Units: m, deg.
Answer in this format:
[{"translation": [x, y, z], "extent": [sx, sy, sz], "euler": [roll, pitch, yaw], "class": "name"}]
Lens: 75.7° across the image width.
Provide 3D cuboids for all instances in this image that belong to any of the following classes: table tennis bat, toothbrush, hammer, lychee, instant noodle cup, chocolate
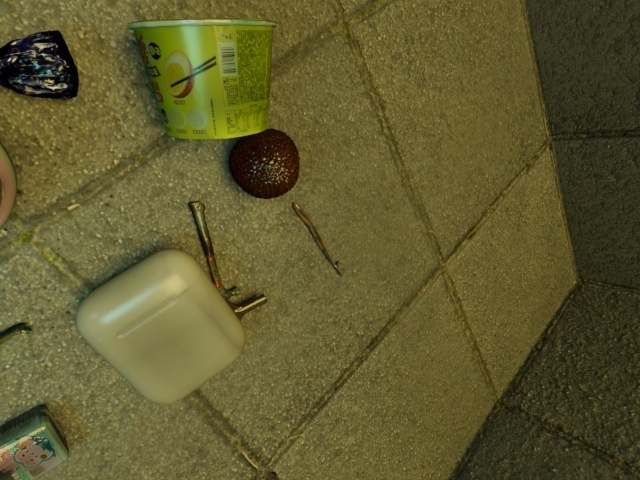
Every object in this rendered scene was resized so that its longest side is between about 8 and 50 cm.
[{"translation": [-0.254, 0.213, 1.134], "extent": [0.234, 0.022, 0.131], "euler": [-26, 123, -21], "class": "table tennis bat"}, {"translation": [-0.002, 0.002, 1.303], "extent": [0.031, 0.023, 0.321], "euler": [-53, 126, -25], "class": "toothbrush"}, {"translation": [-0.292, 0.035, 1.085], "extent": [0.111, 0.033, 0.288], "euler": [-21, 111, -33], "class": "hammer"}, {"translation": [-0.142, -0.193, 1.066], "extent": [0.194, 0.194, 0.194], "euler": [-8, 103, -36], "class": "lychee"}, {"translation": [-0.241, -0.356, 0.904], "extent": [0.311, 0.311, 0.221], "euler": [-18, 120, -33], "class": "instant noodle cup"}, {"translation": [-0.629, -0.305, 0.722], "extent": [0.343, 0.126, 0.148], "euler": [-16, 69, -32], "class": "chocolate"}]

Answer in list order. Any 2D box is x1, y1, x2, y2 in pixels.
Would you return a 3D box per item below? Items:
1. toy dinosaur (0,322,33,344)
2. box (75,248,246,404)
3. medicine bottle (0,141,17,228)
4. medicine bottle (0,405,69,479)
[{"translation": [-0.738, 0.247, 0.747], "extent": [0.363, 0.147, 0.076], "euler": [-7, 143, -33], "class": "toy dinosaur"}, {"translation": [-0.360, 0.208, 0.977], "extent": [0.288, 0.141, 0.349], "euler": [-34, 119, -10], "class": "box"}, {"translation": [-0.617, -0.091, 0.626], "extent": [0.256, 0.325, 0.256], "euler": [-12, 109, -37], "class": "medicine bottle"}, {"translation": [-0.647, 0.452, 0.856], "extent": [0.188, 0.094, 0.119], "euler": [-27, 115, -30], "class": "medicine bottle"}]
